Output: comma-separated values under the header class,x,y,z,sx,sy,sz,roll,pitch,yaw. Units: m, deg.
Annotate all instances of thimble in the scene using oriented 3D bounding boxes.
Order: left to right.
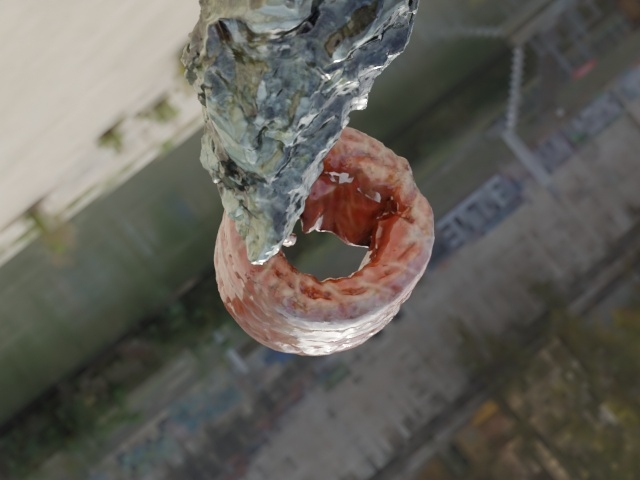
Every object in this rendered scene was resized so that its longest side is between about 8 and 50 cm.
class,x,y,z,sx,sy,sz,roll,pitch,yaw
thimble,0.000,0.000,1.982,0.239,0.239,0.162,-38,168,-23

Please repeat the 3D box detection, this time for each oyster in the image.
class,x,y,z,sx,sy,sz,roll,pitch,yaw
oyster,-0.029,-0.120,1.167,0.252,0.199,0.087,-41,-146,27
